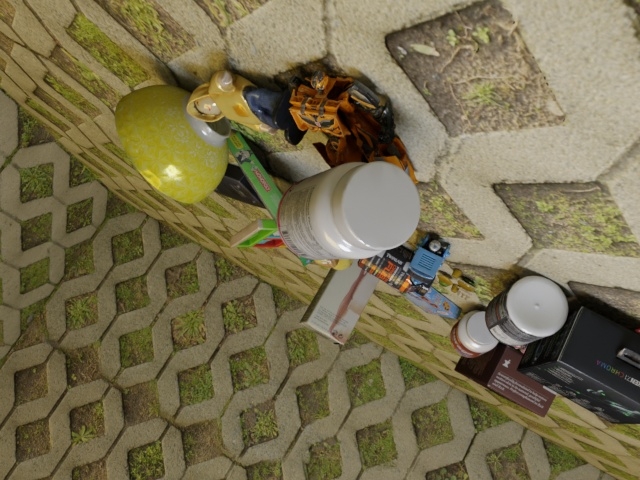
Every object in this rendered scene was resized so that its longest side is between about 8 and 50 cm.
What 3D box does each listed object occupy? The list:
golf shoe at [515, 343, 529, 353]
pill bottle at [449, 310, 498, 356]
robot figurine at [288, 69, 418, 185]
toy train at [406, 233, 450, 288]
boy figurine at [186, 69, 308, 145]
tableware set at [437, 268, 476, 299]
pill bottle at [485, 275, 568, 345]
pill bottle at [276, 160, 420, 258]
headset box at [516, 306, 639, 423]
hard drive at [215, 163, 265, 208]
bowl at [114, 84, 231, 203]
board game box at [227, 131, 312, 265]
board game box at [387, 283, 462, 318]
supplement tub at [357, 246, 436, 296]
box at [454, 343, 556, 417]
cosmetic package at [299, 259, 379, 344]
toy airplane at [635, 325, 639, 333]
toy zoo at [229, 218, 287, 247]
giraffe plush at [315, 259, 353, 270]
[{"bbox_3d":[0.534,0.259,1.552,0.086,0.067,0.186,26,166,27],"label":"golf shoe"},{"bbox_3d":[0.453,0.271,1.656,0.121,0.121,0.216,28,166,12],"label":"pill bottle"},{"bbox_3d":[0.055,-0.178,0.995,0.211,0.085,0.291,18,161,40],"label":"robot figurine"},{"bbox_3d":[0.250,0.055,1.358,0.080,0.105,0.184,29,166,9],"label":"toy train"},{"bbox_3d":[-0.158,-0.271,1.115,0.285,0.092,0.177,19,164,32],"label":"boy figurine"},{"bbox_3d":[0.359,0.109,1.500,0.104,0.024,0.154,31,168,15],"label":"tableware set"},{"bbox_3d":[0.450,0.168,1.281,0.130,0.130,0.245,29,166,9],"label":"pill bottle"},{"bbox_3d":[0.040,-0.047,0.973,0.160,0.160,0.283,36,165,-18],"label":"pill bottle"},{"bbox_3d":[0.595,0.272,1.205,0.246,0.131,0.283,28,166,10],"label":"headset box"},{"bbox_3d":[-0.278,-0.181,1.753,0.255,0.054,0.172,19,162,40],"label":"hard drive"},{"bbox_3d":[-0.299,-0.246,1.288,0.156,0.289,0.289,-28,131,25],"label":"bowl"},{"bbox_3d":[-0.122,-0.101,1.433,0.317,0.046,0.213,56,174,21],"label":"board game box"},{"bbox_3d":[0.313,0.170,1.766,0.211,0.039,0.160,37,165,-21],"label":"board game box"},{"bbox_3d":[0.205,0.070,1.512,0.198,0.106,0.106,29,166,4],"label":"supplement tub"},{"bbox_3d":[0.575,0.417,1.777,0.191,0.143,0.381,30,173,3],"label":"box"},{"bbox_3d":[0.073,0.144,1.650,0.129,0.296,0.153,31,168,-3],"label":"cosmetic package"},{"bbox_3d":[0.689,0.204,1.115,0.151,0.028,0.151,29,165,9],"label":"toy airplane"},{"bbox_3d":[-0.093,-0.018,1.659,0.293,0.030,0.192,1,163,-33],"label":"toy zoo"},{"bbox_3d":[0.092,-0.024,1.376,0.171,0.181,0.210,7,119,38],"label":"giraffe plush"}]
